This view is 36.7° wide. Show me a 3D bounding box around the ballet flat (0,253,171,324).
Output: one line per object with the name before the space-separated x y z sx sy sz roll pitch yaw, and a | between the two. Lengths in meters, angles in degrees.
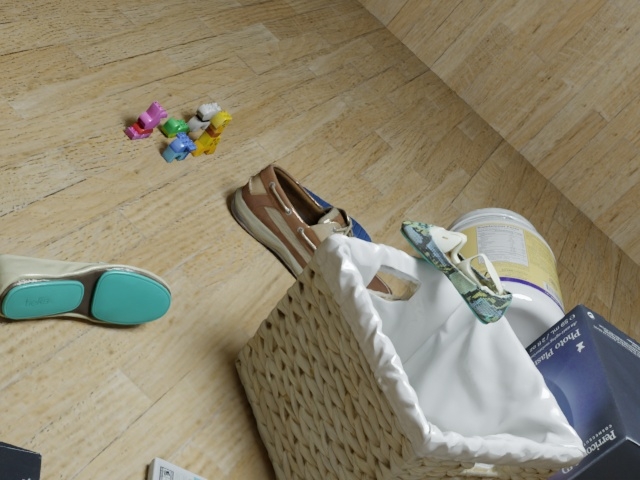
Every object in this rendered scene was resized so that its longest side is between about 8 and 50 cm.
ballet flat | -0.299 0.054 1.194 0.248 0.086 0.086 9 42 -46

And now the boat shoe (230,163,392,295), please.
boat shoe | 0.000 0.000 1.620 0.324 0.116 0.123 39 27 -7

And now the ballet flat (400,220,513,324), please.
ballet flat | 0.191 0.028 1.321 0.188 0.070 0.070 48 27 11

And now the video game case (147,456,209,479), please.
video game case | -0.133 0.330 1.071 0.143 0.019 0.157 31 28 -22

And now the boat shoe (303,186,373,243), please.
boat shoe | 0.009 -0.025 1.725 0.183 0.066 0.066 37 25 1

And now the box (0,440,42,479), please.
box | -0.329 0.279 0.748 0.163 0.142 0.247 26 30 -28

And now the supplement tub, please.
supplement tub | 0.317 0.105 1.757 0.241 0.241 0.331 36 27 -13

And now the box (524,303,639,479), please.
box | 0.382 0.311 1.481 0.183 0.296 0.294 32 28 -21

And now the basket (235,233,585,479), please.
basket | 0.104 0.212 1.289 0.328 0.266 0.331 15 38 -42

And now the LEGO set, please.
LEGO set | -0.213 -0.197 1.647 0.087 0.093 0.227 48 27 10
